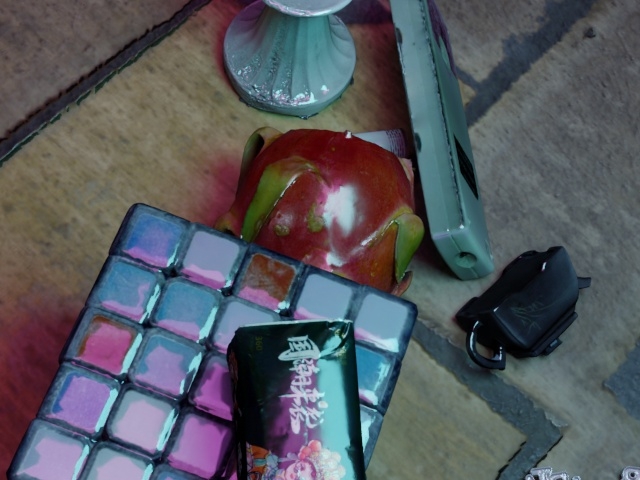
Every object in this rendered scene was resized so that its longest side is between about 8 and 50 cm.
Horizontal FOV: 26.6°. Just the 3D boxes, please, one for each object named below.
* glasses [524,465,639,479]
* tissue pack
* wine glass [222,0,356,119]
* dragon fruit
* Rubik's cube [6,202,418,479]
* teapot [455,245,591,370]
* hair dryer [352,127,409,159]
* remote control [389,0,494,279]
[{"bbox_3d":[0.298,0.297,1.393,0.255,0.095,0.162,-3,57,-12],"label":"glasses"},{"bbox_3d":[-0.019,0.155,1.092,0.103,0.090,0.170,-2,64,-7],"label":"tissue pack"},{"bbox_3d":[-0.028,-0.258,1.555,0.164,0.196,0.165,3,62,-6],"label":"wine glass"},{"bbox_3d":[-0.001,-0.006,1.426,0.224,0.224,0.227,23,83,3],"label":"dragon fruit"},{"bbox_3d":[-0.101,0.182,1.279,0.286,0.293,0.292,20,62,1],"label":"Rubik's cube"},{"bbox_3d":[0.232,0.082,1.497,0.177,0.087,0.096,-40,100,-23],"label":"teapot"},{"bbox_3d":[0.038,-0.037,1.545,0.154,0.044,0.183,-7,69,-9],"label":"hair dryer"},{"bbox_3d":[0.135,-0.133,1.549,0.050,0.145,0.344,-15,64,15],"label":"remote control"}]
